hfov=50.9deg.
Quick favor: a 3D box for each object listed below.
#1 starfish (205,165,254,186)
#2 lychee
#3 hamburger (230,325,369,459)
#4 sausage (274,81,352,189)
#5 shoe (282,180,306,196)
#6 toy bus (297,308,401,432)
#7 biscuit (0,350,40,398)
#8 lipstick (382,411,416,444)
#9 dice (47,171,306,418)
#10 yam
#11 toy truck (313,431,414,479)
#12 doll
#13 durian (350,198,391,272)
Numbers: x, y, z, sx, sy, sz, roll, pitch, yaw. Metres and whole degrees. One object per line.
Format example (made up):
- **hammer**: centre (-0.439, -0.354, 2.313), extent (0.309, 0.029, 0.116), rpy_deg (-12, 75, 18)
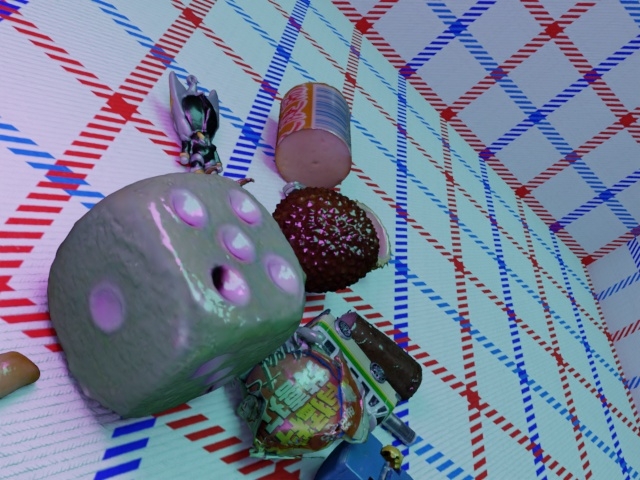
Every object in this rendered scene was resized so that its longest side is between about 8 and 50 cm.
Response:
- **starfish**: centre (-0.212, -0.094, 1.641), extent (0.190, 0.074, 0.146), rpy_deg (29, 52, -38)
- **lychee**: centre (0.000, 0.000, 1.665), extent (0.304, 0.276, 0.276), rpy_deg (12, 20, 21)
- **hamburger**: centre (-0.049, 0.319, 1.344), extent (0.260, 0.150, 0.276), rpy_deg (-18, 53, -17)
- **sausage**: centre (-0.019, -0.317, 2.032), extent (0.233, 0.233, 0.287), rpy_deg (36, 33, -28)
- **shoe**: centre (-0.035, -0.097, 1.931), extent (0.169, 0.071, 0.099), rpy_deg (26, 41, -33)
- **toy bus**: centre (0.040, 0.313, 1.510), extent (0.276, 0.133, 0.165), rpy_deg (51, 28, -1)
- **biscuit**: centre (-0.497, 0.211, 0.931), extent (0.164, 0.047, 0.208), rpy_deg (42, 30, -21)
- **lipstick**: centre (0.180, 0.451, 1.654), extent (0.141, 0.040, 0.040), rpy_deg (44, 30, -15)
- **dice**: centre (-0.238, 0.091, 1.156), extent (0.330, 0.322, 0.318), rpy_deg (-6, 62, -59)
- **yam**: centre (0.136, 0.289, 1.689), extent (0.279, 0.131, 0.131), rpy_deg (39, 31, -24)
- **toy truck**: centre (0.149, 0.568, 1.352), extent (0.385, 0.162, 0.161), rpy_deg (49, 29, -3)
- **doll**: centre (-0.307, -0.282, 1.700), extent (0.145, 0.103, 0.316), rpy_deg (-1, 65, -27)
- **durian**: centre (0.098, -0.007, 1.948), extent (0.250, 0.138, 0.183), rpy_deg (50, 29, -10)
